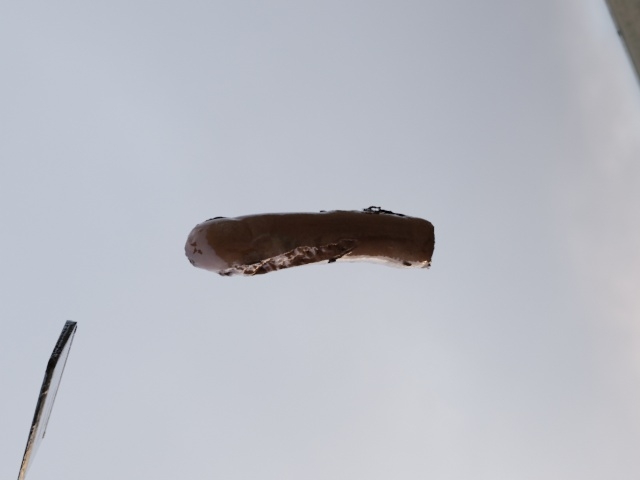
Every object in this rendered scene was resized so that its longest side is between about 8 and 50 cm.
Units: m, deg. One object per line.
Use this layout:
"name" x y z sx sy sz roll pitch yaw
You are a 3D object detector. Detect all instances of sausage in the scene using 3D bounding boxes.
"sausage" 0.000 0.001 0.963 0.304 0.078 0.078 -1 -113 -30

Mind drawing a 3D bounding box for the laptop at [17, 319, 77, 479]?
"laptop" -0.355 0.213 1.128 0.016 0.197 0.135 16 -162 -9
